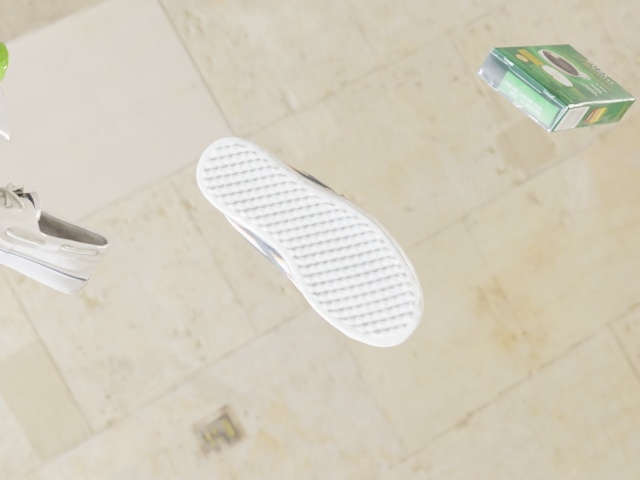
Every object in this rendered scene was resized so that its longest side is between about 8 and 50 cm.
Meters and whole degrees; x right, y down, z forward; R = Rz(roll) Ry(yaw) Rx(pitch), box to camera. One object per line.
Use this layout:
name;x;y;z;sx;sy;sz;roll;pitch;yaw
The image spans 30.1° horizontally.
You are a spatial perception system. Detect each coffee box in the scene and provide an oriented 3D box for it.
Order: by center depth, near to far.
coffee box;0.268;-0.172;1.333;0.184;0.113;0.040;-15;142;-52

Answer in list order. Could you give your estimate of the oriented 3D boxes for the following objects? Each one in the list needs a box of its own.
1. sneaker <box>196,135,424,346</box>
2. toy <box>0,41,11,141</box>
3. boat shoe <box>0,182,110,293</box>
sneaker;0.000;0.000;1.399;0.126;0.321;0.127;-47;165;2
toy;-0.305;-0.152;0.778;0.056;0.137;0.237;-25;155;23
boat shoe;-0.361;-0.022;1.391;0.088;0.267;0.096;-49;-141;11
